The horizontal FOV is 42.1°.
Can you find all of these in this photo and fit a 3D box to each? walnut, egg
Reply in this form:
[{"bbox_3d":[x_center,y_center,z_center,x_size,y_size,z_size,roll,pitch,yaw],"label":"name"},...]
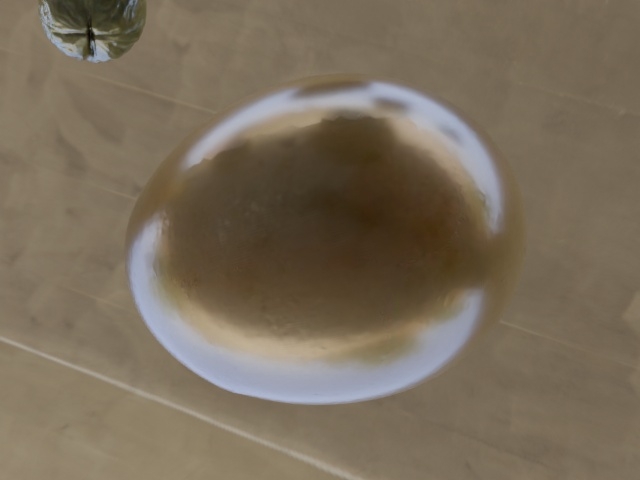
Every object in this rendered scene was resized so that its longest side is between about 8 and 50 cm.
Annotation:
[{"bbox_3d":[-0.181,-0.185,0.661,0.092,0.092,0.092,-1,-94,10],"label":"walnut"},{"bbox_3d":[0.000,0.000,0.774,0.373,0.301,0.301,-5,-95,7],"label":"egg"}]
